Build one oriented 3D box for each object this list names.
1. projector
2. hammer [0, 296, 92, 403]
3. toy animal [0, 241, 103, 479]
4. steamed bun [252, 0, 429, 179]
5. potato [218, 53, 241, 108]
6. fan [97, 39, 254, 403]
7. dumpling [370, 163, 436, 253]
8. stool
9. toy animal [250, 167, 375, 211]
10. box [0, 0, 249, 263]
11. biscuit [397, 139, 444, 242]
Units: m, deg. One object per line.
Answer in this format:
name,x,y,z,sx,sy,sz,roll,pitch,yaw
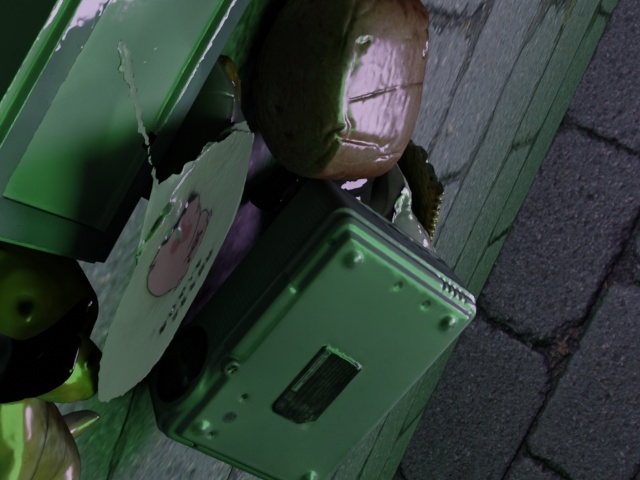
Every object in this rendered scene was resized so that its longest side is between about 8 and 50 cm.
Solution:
projector,-0.008,0.096,0.784,0.192,0.099,0.256,34,103,-30
hammer,-0.202,-0.053,0.255,0.427,0.152,0.044,74,18,-52
toy animal,-0.189,0.112,0.510,0.233,0.121,0.168,102,12,-50
steamed bun,0.013,-0.137,0.718,0.145,0.106,0.175,-8,115,-54
potato,-0.079,-0.090,0.622,0.046,0.045,0.092,-5,117,-52
fan,-0.073,-0.011,0.433,0.310,0.010,0.182,99,16,-71
dumpling,0.075,0.034,1.100,0.243,0.175,0.227,-51,-165,12
stool,-0.092,-0.068,0.538,0.096,0.096,0.110,-60,167,-7
toy animal,0.004,0.004,0.882,0.146,0.115,0.245,-40,155,-44
box,-0.114,-0.110,0.422,0.225,0.086,0.129,-61,163,0
biscuit,0.120,-0.057,1.126,0.016,0.144,0.203,-12,148,-8
